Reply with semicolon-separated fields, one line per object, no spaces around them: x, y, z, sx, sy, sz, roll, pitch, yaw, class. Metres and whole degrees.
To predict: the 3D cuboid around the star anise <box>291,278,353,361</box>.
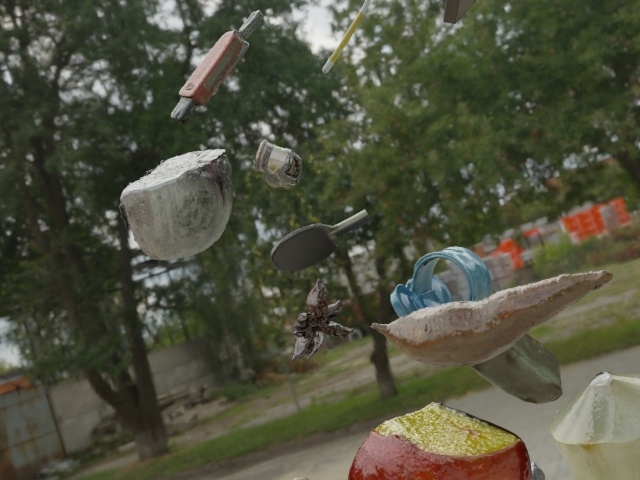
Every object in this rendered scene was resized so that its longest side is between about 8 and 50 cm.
0.008;0.174;1.563;0.140;0.158;0.144;-32;32;-17;star anise

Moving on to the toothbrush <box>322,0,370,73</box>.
0.088;-0.513;1.941;0.288;0.024;0.021;-58;-7;-2;toothbrush

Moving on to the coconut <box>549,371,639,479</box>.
0.704;0.456;1.941;0.323;0.323;0.323;-19;-5;-2;coconut

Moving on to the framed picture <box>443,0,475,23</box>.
0.238;-0.435;1.327;0.023;0.128;0.168;16;36;17;framed picture

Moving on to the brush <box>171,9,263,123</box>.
-0.231;-0.395;1.848;0.323;0.051;0.070;-55;32;-14;brush

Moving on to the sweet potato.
0.158;0.078;0.754;0.226;0.068;0.068;-17;-4;22;sweet potato

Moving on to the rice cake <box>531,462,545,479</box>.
0.451;0.614;1.828;0.106;0.050;0.298;-48;1;22;rice cake

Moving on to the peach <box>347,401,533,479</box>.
0.224;0.483;1.561;0.242;0.306;0.380;-17;-43;-40;peach

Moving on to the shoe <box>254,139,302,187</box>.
-0.085;-0.177;1.963;0.092;0.089;0.180;15;-12;20;shoe

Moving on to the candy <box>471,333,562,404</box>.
0.390;0.241;1.669;0.102;0.234;0.104;-35;28;36;candy

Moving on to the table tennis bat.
0.000;0.000;1.196;0.158;0.014;0.095;-28;-35;6;table tennis bat

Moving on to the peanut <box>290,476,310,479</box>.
-0.045;0.575;1.731;0.089;0.193;0.089;8;26;-4;peanut

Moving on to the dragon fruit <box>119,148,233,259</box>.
-0.301;-0.077;1.921;0.204;0.221;0.283;-4;20;21;dragon fruit

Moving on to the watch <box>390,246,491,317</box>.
0.288;0.119;1.857;0.211;0.211;0.193;-13;-22;-51;watch
